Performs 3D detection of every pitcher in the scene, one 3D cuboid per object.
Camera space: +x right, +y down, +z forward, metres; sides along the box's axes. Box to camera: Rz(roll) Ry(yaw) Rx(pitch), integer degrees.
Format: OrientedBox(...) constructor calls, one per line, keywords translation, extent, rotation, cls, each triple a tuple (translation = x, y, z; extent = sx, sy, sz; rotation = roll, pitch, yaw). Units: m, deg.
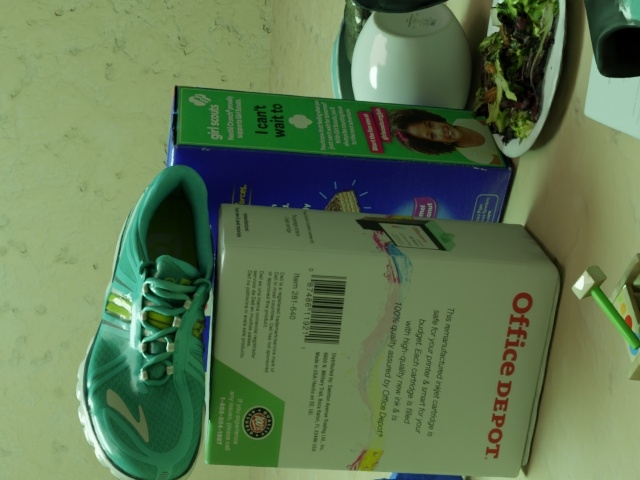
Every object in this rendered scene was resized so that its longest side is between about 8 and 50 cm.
OrientedBox(translation=(0.101, -0.166, 1.210), extent=(0.178, 0.125, 0.207), rotation=(-76, -13, -46), cls="pitcher")

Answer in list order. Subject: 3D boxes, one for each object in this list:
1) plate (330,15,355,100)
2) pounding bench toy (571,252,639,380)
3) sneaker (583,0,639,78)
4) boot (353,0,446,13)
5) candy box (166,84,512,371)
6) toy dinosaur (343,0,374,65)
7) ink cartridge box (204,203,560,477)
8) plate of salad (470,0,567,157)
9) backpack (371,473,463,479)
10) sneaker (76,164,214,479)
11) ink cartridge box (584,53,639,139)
OrientedBox(translation=(0.045, -0.215, 1.503), extent=(0.188, 0.024, 0.188), rotation=(-4, -90, -71), cls="plate")
OrientedBox(translation=(0.196, 0.049, 0.666), extent=(0.052, 0.083, 0.065), rotation=(105, 165, -50), cls="pounding bench toy")
OrientedBox(translation=(0.218, -0.112, 0.455), extent=(0.302, 0.108, 0.121), rotation=(-156, 64, -64), cls="sneaker")
OrientedBox(translation=(0.044, -0.346, 1.078), extent=(0.367, 0.146, 0.445), rotation=(-39, 38, 26), cls="boot")
OrientedBox(translation=(0.000, 0.000, 1.117), extent=(0.122, 0.317, 0.268), rotation=(-102, 18, -54), cls="candy box")
OrientedBox(translation=(0.071, -0.255, 1.375), extent=(0.160, 0.121, 0.313), rotation=(-112, 1, -45), cls="toy dinosaur")
OrientedBox(translation=(0.044, 0.086, 0.968), extent=(0.117, 0.278, 0.201), rotation=(-105, 20, -68), cls="ink cartridge box")
OrientedBox(translation=(0.168, -0.173, 0.986), extent=(0.200, 0.048, 0.200), rotation=(-178, 90, -79), cls="plate of salad")
OrientedBox(translation=(0.089, 0.280, 1.104), extent=(0.101, 0.120, 0.098), rotation=(-104, 19, -58), cls="backpack")
OrientedBox(translation=(-0.134, 0.062, 0.907), extent=(0.110, 0.107, 0.275), rotation=(123, 150, -56), cls="sneaker")
OrientedBox(translation=(0.230, -0.156, 0.634), extent=(0.224, 0.045, 0.223), rotation=(-123, 36, -69), cls="ink cartridge box")
